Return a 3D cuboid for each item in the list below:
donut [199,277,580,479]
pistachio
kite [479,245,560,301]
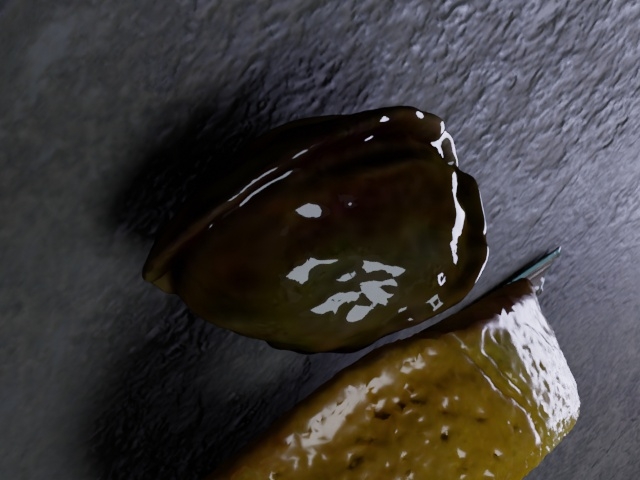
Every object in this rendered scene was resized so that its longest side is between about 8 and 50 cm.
[{"bbox_3d":[0.033,0.141,0.899,0.303,0.110,0.303,-34,170,-7],"label":"donut"},{"bbox_3d":[0.000,0.000,0.796,0.210,0.130,0.165,-5,131,-38],"label":"pistachio"},{"bbox_3d":[0.092,0.142,1.167,0.314,0.011,0.335,13,114,-55],"label":"kite"}]
